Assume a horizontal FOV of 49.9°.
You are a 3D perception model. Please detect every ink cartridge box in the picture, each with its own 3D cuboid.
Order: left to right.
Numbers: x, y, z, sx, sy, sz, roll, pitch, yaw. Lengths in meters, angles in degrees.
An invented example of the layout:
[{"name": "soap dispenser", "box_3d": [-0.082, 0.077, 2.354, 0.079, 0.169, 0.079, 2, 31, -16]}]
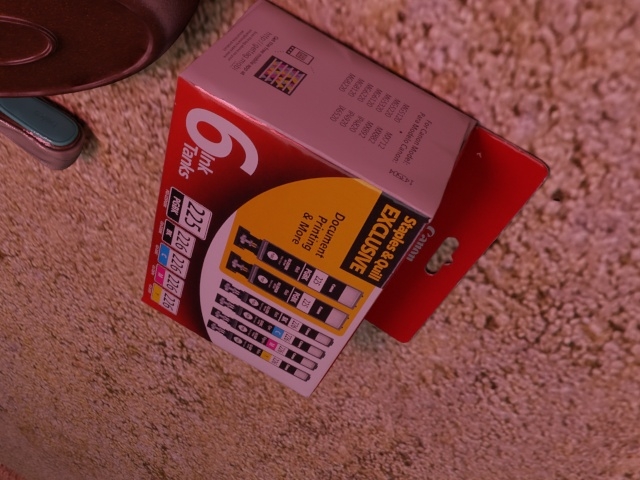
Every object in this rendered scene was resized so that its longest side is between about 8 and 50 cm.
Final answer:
[{"name": "ink cartridge box", "box_3d": [0.000, 0.000, 0.615, 0.271, 0.130, 0.309, 29, 141, 3]}]

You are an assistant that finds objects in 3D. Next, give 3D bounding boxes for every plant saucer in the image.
[{"name": "plant saucer", "box_3d": [-0.238, -0.163, 0.499, 0.310, 0.310, 0.050, -13, 82, 42]}]

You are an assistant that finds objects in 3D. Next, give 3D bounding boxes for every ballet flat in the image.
[{"name": "ballet flat", "box_3d": [-0.353, -0.151, 0.744, 0.213, 0.072, 0.068, 38, 145, -7]}]
